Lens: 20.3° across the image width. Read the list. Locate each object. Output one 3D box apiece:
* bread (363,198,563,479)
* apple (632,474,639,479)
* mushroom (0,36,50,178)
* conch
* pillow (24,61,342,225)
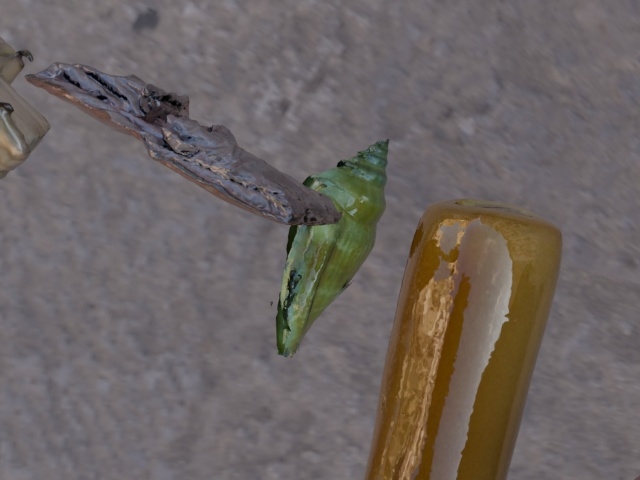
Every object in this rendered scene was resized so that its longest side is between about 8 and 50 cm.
[{"bbox_3d":[0.072,0.095,1.022,0.092,0.074,0.239,17,98,41],"label":"bread"},{"bbox_3d":[0.244,0.214,0.879,0.309,0.250,0.277,-52,45,2],"label":"apple"},{"bbox_3d":[-0.255,-0.065,1.017,0.156,0.286,0.151,42,99,-8],"label":"mushroom"},{"bbox_3d":[0.004,0.000,1.540,0.079,0.095,0.201,18,75,15],"label":"conch"},{"bbox_3d":[-0.097,-0.076,1.360,0.248,0.135,0.049,31,96,18],"label":"pillow"}]
